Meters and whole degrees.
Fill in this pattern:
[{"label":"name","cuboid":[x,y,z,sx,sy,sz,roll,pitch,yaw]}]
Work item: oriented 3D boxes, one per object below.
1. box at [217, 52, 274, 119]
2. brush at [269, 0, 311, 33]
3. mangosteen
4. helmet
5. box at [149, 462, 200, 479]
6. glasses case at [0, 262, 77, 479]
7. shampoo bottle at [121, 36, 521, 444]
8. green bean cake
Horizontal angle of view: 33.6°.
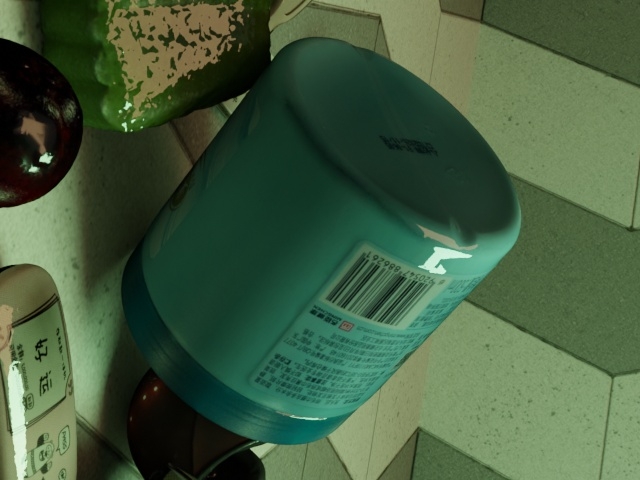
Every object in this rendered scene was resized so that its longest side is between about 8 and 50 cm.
[{"label":"box","cuboid":[-0.103,-0.220,1.449,0.109,0.029,0.198,-62,158,-10]},{"label":"brush","cuboid":[-0.073,-0.335,1.527,0.313,0.067,0.072,-54,155,-34]},{"label":"mangosteen","cuboid":[-0.275,-0.091,0.875,0.152,0.152,0.152,7,90,-72]},{"label":"helmet","cuboid":[-0.138,0.224,1.293,0.189,0.193,0.216,106,5,-49]},{"label":"box","cuboid":[-0.203,0.402,1.140,0.310,0.084,0.198,-50,153,-10]},{"label":"glasses case","cuboid":[-0.287,0.174,1.010,0.122,0.075,0.314,-43,137,-64]},{"label":"shampoo bottle","cuboid":[0.000,0.000,1.194,0.343,0.331,0.331,-49,-179,32]},{"label":"green bean cake","cuboid":[-0.161,-0.233,1.085,0.248,0.125,0.222,-16,112,-45]}]
